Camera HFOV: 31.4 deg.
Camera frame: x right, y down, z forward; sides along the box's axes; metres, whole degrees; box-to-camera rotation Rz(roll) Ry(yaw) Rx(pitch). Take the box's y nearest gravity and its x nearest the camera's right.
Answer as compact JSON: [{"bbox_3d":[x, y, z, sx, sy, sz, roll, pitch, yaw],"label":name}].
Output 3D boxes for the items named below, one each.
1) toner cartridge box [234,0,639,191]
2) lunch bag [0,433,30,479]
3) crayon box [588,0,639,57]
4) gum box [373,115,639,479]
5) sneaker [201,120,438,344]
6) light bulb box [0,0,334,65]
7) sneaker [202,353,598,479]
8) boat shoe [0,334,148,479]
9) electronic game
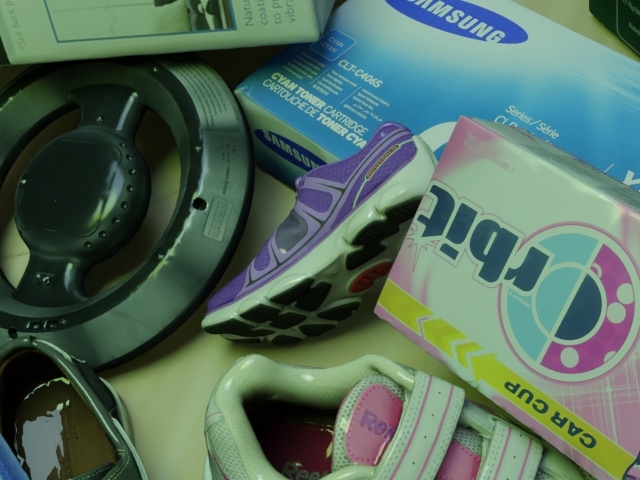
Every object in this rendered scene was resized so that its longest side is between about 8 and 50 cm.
[{"bbox_3d":[0.123,-0.037,0.660,0.165,0.075,0.348,-40,53,-20],"label":"toner cartridge box"},{"bbox_3d":[-0.205,0.204,0.496,0.221,0.138,0.293,-47,64,0],"label":"lunch bag"},{"bbox_3d":[0.362,-0.185,0.718,0.323,0.083,0.203,-26,50,-7],"label":"crayon box"},{"bbox_3d":[0.118,0.028,0.515,0.188,0.062,0.107,36,110,35],"label":"gum box"},{"bbox_3d":[0.000,0.000,0.629,0.170,0.068,0.071,-39,53,25],"label":"sneaker"},{"bbox_3d":[-0.161,-0.290,0.785,0.361,0.225,0.358,-2,32,12],"label":"light bulb box"},{"bbox_3d":[0.048,0.117,0.527,0.252,0.111,0.103,6,53,18],"label":"sneaker"},{"bbox_3d":[-0.117,0.150,0.564,0.084,0.079,0.233,-23,53,-6],"label":"boat shoe"},{"bbox_3d":[-0.147,-0.026,0.708,0.229,0.048,0.229,-9,65,20],"label":"electronic game"}]
